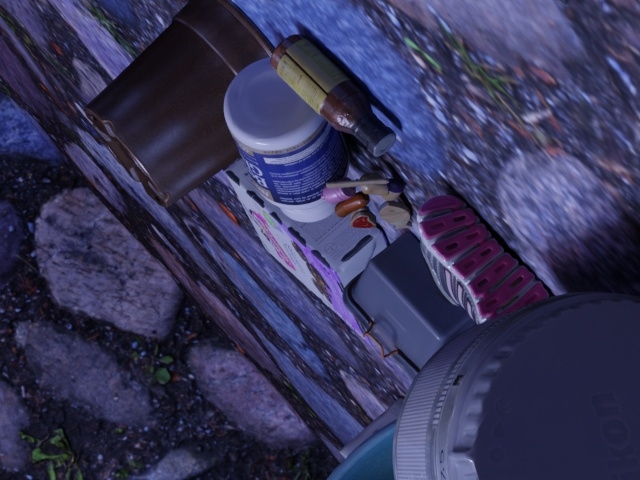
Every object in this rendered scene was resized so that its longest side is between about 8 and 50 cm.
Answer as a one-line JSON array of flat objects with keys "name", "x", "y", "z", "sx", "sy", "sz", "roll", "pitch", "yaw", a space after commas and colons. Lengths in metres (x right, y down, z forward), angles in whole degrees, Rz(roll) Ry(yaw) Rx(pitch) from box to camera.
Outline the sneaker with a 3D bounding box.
[{"name": "sneaker", "x": 0.138, "y": 0.041, "z": 1.373, "sx": 0.170, "sy": 0.063, "sz": 0.075, "roll": 53, "pitch": 170, "yaw": 12}]

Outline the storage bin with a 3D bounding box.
[{"name": "storage bin", "x": 0.089, "y": 0.063, "z": 1.601, "sx": 0.135, "sy": 0.098, "sz": 0.091, "roll": 47, "pitch": 159, "yaw": 15}]

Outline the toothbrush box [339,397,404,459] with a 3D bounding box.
[{"name": "toothbrush box", "x": 0.179, "y": 0.366, "z": 2.218, "sx": 0.283, "sy": 0.122, "sz": 0.206, "roll": 51, "pitch": 170, "yaw": -15}]

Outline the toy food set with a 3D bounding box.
[{"name": "toy food set", "x": 0.040, "y": -0.038, "z": 1.506, "sx": 0.122, "sy": 0.078, "sz": 0.019, "roll": 67, "pitch": -160, "yaw": -68}]

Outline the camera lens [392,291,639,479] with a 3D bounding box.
[{"name": "camera lens", "x": 0.175, "y": 0.151, "z": 1.163, "sx": 0.219, "sy": 0.219, "sz": 0.274, "roll": 49, "pitch": 170, "yaw": 1}]

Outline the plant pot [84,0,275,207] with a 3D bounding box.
[{"name": "plant pot", "x": -0.125, "y": -0.128, "z": 1.588, "sx": 0.167, "sy": 0.165, "sz": 0.167, "roll": 47, "pitch": 170, "yaw": 10}]

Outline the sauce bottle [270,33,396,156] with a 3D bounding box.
[{"name": "sauce bottle", "x": 0.011, "y": -0.119, "z": 1.381, "sx": 0.128, "sy": 0.042, "sz": 0.042, "roll": 48, "pitch": 170, "yaw": 22}]

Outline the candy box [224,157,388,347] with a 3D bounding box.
[{"name": "candy box", "x": 0.000, "y": 0.000, "z": 1.785, "sx": 0.196, "sy": 0.070, "sz": 0.165, "roll": 42, "pitch": 168, "yaw": 35}]

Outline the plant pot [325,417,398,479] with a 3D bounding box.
[{"name": "plant pot", "x": 0.192, "y": 0.397, "z": 1.731, "sx": 0.334, "sy": 0.341, "sz": 0.341, "roll": 50, "pitch": 171, "yaw": -33}]

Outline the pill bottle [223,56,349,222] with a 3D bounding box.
[{"name": "pill bottle", "x": -0.025, "y": -0.085, "z": 1.511, "sx": 0.094, "sy": 0.094, "sz": 0.169, "roll": 44, "pitch": 169, "yaw": 28}]
